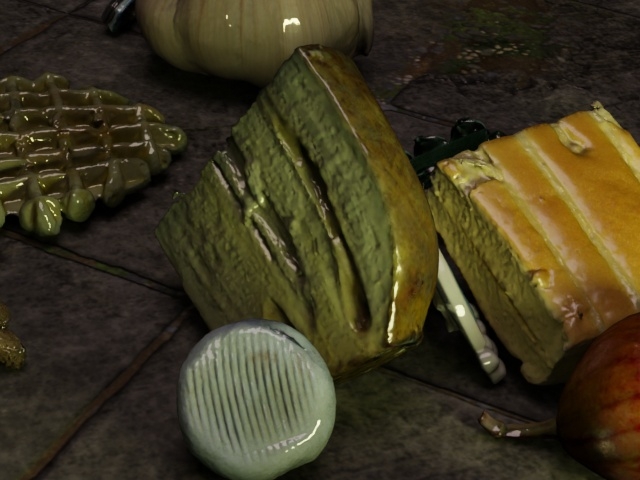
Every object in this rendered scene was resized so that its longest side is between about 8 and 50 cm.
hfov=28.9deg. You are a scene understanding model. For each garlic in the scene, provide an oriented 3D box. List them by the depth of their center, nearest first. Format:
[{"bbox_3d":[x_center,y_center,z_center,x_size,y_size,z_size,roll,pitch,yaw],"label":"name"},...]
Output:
[{"bbox_3d":[-0.086,-0.326,1.661,0.322,0.241,0.322,19,18,-6],"label":"garlic"}]

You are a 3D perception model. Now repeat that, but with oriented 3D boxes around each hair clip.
[{"bbox_3d":[0.111,0.036,1.230,0.054,0.140,0.220,-29,37,2],"label":"hair clip"}]

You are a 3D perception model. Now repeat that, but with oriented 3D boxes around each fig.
[{"bbox_3d":[0.272,0.155,1.079,0.148,0.202,0.149,28,21,-31],"label":"fig"}]

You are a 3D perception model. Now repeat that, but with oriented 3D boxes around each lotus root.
[{"bbox_3d":[0.013,0.002,1.159,0.149,0.267,0.260,-7,56,-49],"label":"lotus root"}]

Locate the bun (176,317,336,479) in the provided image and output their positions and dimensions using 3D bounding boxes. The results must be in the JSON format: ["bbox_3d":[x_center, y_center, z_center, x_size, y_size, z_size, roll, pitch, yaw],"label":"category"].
[{"bbox_3d":[-0.055,0.138,1.069,0.141,0.083,0.141,-1,75,2],"label":"bun"}]

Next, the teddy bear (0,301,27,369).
[{"bbox_3d":[-0.353,0.085,1.126,0.160,0.078,0.119,-12,42,-26],"label":"teddy bear"}]

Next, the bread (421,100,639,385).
[{"bbox_3d":[0.247,-0.002,1.232,0.239,0.111,0.246,-15,65,-32],"label":"bread"}]

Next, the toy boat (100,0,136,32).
[{"bbox_3d":[-0.257,-0.336,1.785,0.066,0.059,0.140,38,38,-4],"label":"toy boat"}]

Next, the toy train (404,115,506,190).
[{"bbox_3d":[0.139,-0.064,1.364,0.170,0.111,0.071,-22,43,26],"label":"toy train"}]

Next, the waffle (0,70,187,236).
[{"bbox_3d":[-0.328,-0.110,1.436,0.292,0.056,0.309,22,38,22],"label":"waffle"}]
